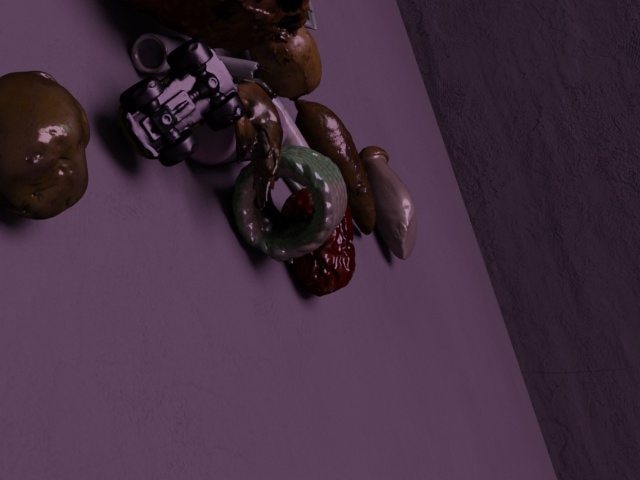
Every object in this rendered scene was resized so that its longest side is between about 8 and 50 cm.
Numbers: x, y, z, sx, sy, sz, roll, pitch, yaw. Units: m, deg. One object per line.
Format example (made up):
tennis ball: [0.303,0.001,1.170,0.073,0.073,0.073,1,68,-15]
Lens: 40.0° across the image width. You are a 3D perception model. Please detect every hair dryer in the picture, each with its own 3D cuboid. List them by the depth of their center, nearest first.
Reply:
hair dryer: [-0.210,-0.331,1.609,0.131,0.237,0.073,-31,129,-70]

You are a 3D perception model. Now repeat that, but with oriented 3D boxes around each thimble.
thimble: [-0.058,-0.073,1.709,0.218,0.219,0.150,64,20,-8]

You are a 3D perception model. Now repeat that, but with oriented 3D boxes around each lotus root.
lotus root: [-0.078,-0.414,2.033,0.160,0.146,0.284,38,-11,19]

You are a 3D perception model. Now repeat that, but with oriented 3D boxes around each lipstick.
lipstick: [-0.059,-0.220,2.074,0.264,0.059,0.059,58,23,-21]

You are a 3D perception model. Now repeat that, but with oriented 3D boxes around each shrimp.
shrimp: [-0.113,-0.185,1.563,0.145,0.059,0.254,51,33,-45]

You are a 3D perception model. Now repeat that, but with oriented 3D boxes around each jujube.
jujube: [0.000,0.000,1.868,0.155,0.155,0.230,-7,81,-68]

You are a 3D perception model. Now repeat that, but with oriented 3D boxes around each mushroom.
mushroom: [0.194,-0.112,2.492,0.128,0.128,0.350,26,40,-60]

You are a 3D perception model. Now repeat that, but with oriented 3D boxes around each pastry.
pastry: [-0.186,-0.515,1.601,0.405,0.337,0.292,24,82,-33]

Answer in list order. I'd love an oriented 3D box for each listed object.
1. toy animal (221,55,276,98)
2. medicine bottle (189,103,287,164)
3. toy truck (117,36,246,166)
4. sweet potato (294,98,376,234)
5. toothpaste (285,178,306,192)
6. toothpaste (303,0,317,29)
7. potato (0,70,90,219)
toy animal: [-0.173,-0.345,1.914,0.176,0.074,0.216,53,18,-28]
medicine bottle: [-0.166,-0.217,1.709,0.133,0.133,0.250,67,22,1]
toy truck: [-0.248,-0.224,1.467,0.224,0.165,0.147,-45,115,-29]
sweet potato: [0.052,-0.175,2.212,0.422,0.131,0.130,59,22,-25]
toothpaste: [-0.027,-0.095,2.059,0.255,0.037,0.067,53,24,-22]
toothpaste: [-0.166,-0.545,1.959,0.392,0.061,0.098,2,68,-41]
potato: [-0.372,-0.128,1.129,0.154,0.137,0.200,91,-8,-57]
